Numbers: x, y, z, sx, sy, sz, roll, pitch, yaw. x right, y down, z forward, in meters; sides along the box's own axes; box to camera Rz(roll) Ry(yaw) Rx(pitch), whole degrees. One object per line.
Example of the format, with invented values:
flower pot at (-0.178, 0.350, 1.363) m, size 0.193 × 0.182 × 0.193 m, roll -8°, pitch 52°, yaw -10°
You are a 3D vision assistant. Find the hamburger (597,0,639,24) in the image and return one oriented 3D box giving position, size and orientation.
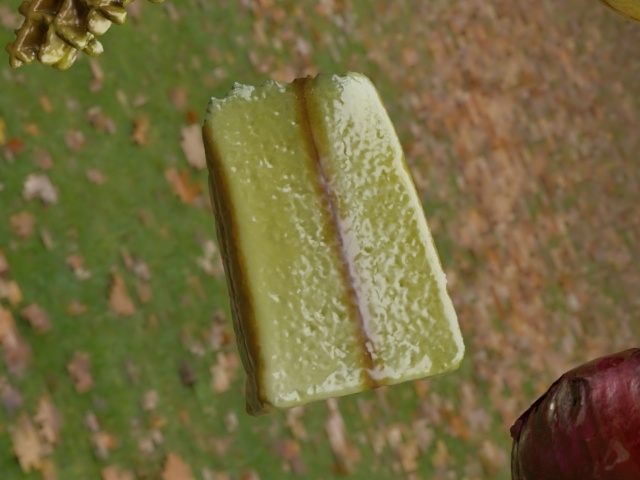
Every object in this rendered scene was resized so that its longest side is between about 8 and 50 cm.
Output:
hamburger at (0.284, -0.273, 1.387) m, size 0.246 × 0.170 × 0.246 m, roll 9°, pitch 70°, yaw -27°

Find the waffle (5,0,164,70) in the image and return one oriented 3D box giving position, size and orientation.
waffle at (-0.245, -0.331, 1.819) m, size 0.069 × 0.259 × 0.293 m, roll 11°, pitch 60°, yaw -52°

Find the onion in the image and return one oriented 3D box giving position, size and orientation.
onion at (0.268, 0.189, 1.381) m, size 0.246 × 0.246 × 0.190 m, roll 51°, pitch 33°, yaw -45°

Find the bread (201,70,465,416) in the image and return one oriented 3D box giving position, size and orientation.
bread at (0.000, 0.000, 1.979) m, size 0.245 × 0.233 × 0.362 m, roll 140°, pitch -62°, yaw -82°
